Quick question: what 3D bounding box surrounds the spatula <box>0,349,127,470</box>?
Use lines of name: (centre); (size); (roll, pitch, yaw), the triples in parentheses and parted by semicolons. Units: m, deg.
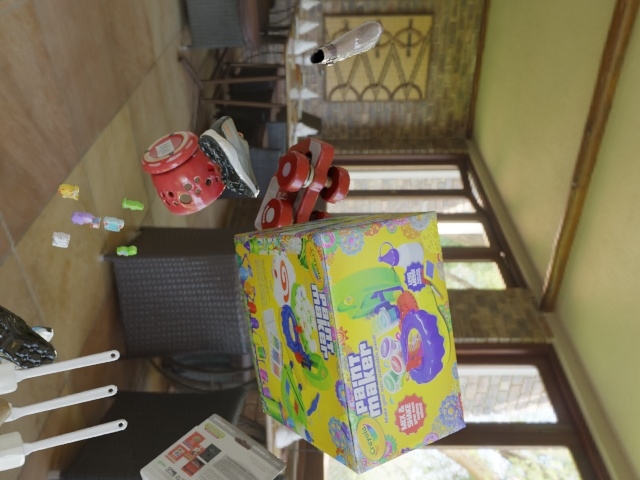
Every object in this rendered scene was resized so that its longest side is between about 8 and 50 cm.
spatula: (-0.444, 0.270, 0.928); (0.019, 0.242, 0.168); (-8, -90, 63)

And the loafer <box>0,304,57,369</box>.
loafer: (-0.545, 0.152, 0.966); (0.076, 0.078, 0.223); (-54, 137, -19)

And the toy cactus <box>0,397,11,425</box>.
toy cactus: (-0.442, 0.254, 0.681); (0.219, 0.112, 0.180); (-54, 178, 26)

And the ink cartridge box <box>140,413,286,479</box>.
ink cartridge box: (-0.286, 0.668, 1.587); (0.272, 0.309, 0.130); (-33, 134, -40)

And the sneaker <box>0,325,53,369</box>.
sneaker: (-0.802, 0.307, 1.575); (0.071, 0.191, 0.083); (34, 25, -50)

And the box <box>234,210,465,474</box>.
box: (0.027, 0.118, 0.810); (0.279, 0.177, 0.289); (2, -79, 61)

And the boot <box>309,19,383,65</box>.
boot: (0.037, -0.315, 0.930); (0.118, 0.087, 0.042); (-13, -77, 62)

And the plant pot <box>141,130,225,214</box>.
plant pot: (-0.375, -0.194, 1.572); (0.191, 0.191, 0.174); (-89, 160, -48)

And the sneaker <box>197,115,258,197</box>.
sneaker: (-0.216, -0.209, 1.504); (0.108, 0.100, 0.271); (-60, 152, -24)

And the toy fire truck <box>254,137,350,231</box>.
toy fire truck: (-0.073, -0.131, 1.525); (0.254, 0.169, 0.302); (35, -72, 54)

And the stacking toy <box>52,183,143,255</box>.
stacking toy: (-0.591, -0.054, 1.528); (0.052, 0.221, 0.166); (133, -39, -51)
